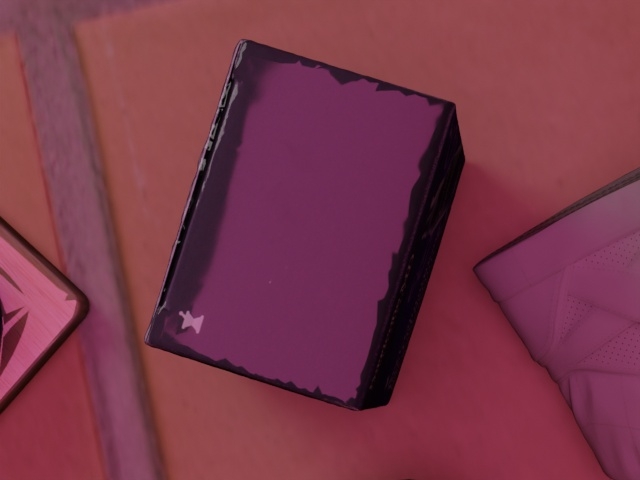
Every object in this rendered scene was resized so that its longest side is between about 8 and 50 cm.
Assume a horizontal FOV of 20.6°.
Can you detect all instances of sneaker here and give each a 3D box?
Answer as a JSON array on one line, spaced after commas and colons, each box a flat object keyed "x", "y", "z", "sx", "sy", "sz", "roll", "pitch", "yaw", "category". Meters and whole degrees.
[{"x": 0.220, "y": 0.027, "z": 0.869, "sx": 0.108, "sy": 0.292, "sz": 0.169, "roll": -28, "pitch": 88, "yaw": -40, "category": "sneaker"}]

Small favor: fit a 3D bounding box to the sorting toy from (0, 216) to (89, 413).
[{"x": -0.312, "y": 0.045, "z": 0.983, "sx": 0.257, "sy": 0.089, "sz": 0.255, "roll": 41, "pitch": 91, "yaw": 7, "category": "sorting toy"}]

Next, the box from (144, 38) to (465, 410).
[{"x": 0.000, "y": 0.000, "z": 0.895, "sx": 0.108, "sy": 0.207, "sz": 0.153, "roll": 17, "pitch": 89, "yaw": 7, "category": "box"}]

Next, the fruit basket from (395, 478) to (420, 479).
[{"x": -0.028, "y": 0.305, "z": 0.870, "sx": 0.392, "sy": 0.283, "sz": 0.392, "roll": 3, "pitch": 103, "yaw": 14, "category": "fruit basket"}]
